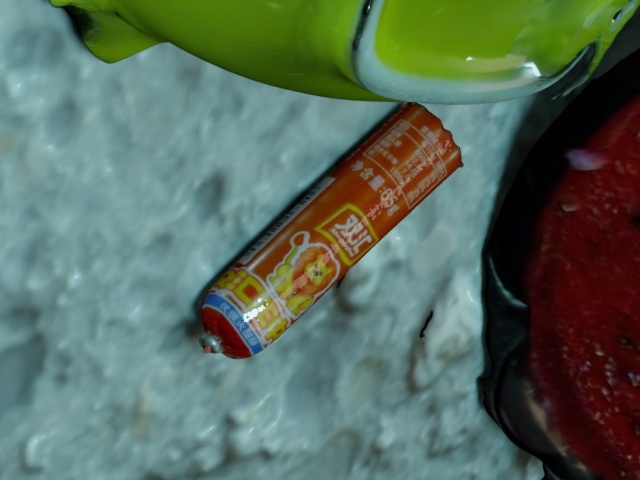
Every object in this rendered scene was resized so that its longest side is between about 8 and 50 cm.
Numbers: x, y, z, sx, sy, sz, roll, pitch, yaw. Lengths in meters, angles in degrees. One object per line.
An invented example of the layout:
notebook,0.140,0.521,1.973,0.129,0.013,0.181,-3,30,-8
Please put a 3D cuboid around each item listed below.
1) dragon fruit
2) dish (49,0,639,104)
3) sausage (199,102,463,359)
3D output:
dragon fruit,0.197,0.031,0.869,0.343,0.282,0.100,63,35,-28
dish,0.042,-0.121,0.592,0.221,0.108,0.262,2,134,-31
sausage,0.000,0.000,0.771,0.129,0.034,0.034,-43,142,-16
